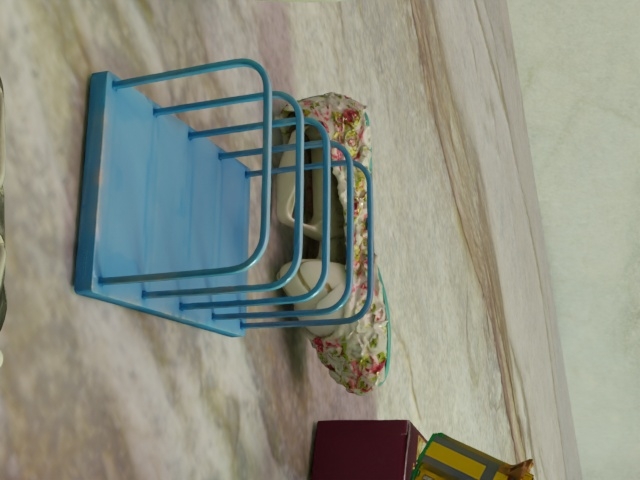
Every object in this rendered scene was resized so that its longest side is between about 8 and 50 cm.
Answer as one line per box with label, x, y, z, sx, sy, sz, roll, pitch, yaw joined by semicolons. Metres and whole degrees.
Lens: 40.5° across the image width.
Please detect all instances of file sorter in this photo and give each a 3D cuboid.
file sorter;-0.043;-0.015;0.498;0.170;0.105;0.118;33;56;-65

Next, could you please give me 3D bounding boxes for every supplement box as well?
supplement box;0.060;0.229;0.740;0.188;0.081;0.104;54;38;-54

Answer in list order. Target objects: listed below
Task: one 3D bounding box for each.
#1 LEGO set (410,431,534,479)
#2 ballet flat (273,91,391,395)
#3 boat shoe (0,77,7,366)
LEGO set;0.089;0.292;0.484;0.331;0.192;0.254;-40;145;-51
ballet flat;0.000;0.000;0.669;0.077;0.091;0.240;4;76;-38
boat shoe;-0.136;0.026;0.284;0.070;0.078;0.219;34;52;-62
